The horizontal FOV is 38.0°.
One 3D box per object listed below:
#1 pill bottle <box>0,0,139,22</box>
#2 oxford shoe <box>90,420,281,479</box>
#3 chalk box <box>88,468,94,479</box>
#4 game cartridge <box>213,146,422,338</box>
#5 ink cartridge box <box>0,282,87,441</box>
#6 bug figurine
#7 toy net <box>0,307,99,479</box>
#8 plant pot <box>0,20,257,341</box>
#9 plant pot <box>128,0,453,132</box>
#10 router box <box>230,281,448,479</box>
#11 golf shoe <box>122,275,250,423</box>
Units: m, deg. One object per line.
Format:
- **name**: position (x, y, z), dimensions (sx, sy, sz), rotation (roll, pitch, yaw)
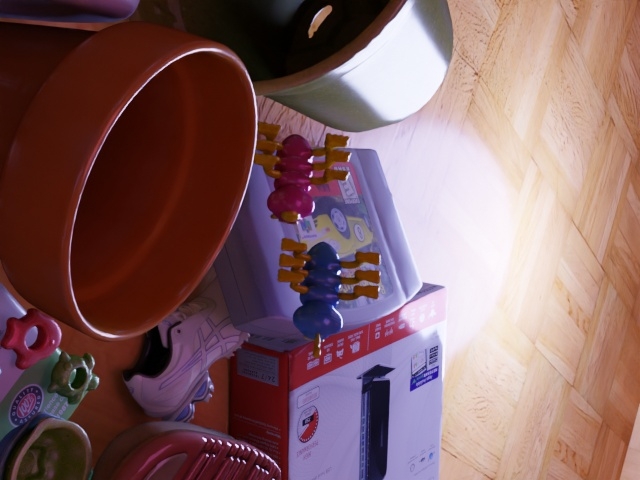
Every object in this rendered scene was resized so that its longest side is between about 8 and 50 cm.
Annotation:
- **pill bottle**: position (-0.192, -0.314, 0.569), dimensions (0.188, 0.188, 0.333), rotation (-3, 101, -54)
- **oxford shoe**: position (-0.114, 0.223, 0.789), dimensions (0.140, 0.147, 0.397), rotation (-51, 155, -15)
- **chalk box**: position (-0.244, 0.248, 0.680), dimensions (0.213, 0.132, 0.132), rotation (-59, 140, -29)
- **game cartridge**: position (0.000, 0.000, 0.968), dimensions (0.294, 0.060, 0.196), rotation (-8, 81, -54)
- **ink cartridge box**: position (-0.300, 0.080, 0.574), dimensions (0.198, 0.115, 0.272), rotation (-57, 139, -30)
- **bug figurine**: position (-0.086, -0.019, 0.803), dimensions (0.072, 0.279, 0.216), rotation (119, -19, -63)
- **toy net**: position (-0.212, 0.080, 0.558), dimensions (0.232, 0.045, 0.122), rotation (52, 56, -48)
- **plant pot**: position (-0.175, -0.062, 0.628), dimensions (0.205, 0.188, 0.205), rotation (-53, 156, -35)
- **plant pot**: position (0.006, -0.219, 0.840), dimensions (0.254, 0.276, 0.276), rotation (30, 73, -65)
- **router box**: position (0.032, 0.223, 1.105), dimensions (0.335, 0.082, 0.301), rotation (-16, 110, -52)
- **golf shoe**: position (-0.119, 0.084, 0.877), dimensions (0.086, 0.069, 0.176), rotation (51, 56, -40)
